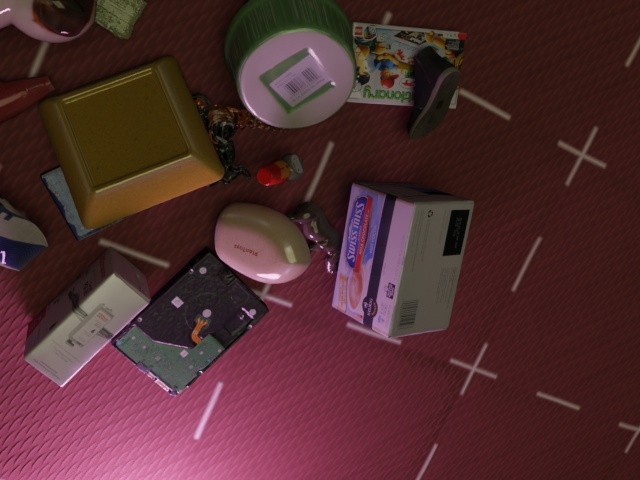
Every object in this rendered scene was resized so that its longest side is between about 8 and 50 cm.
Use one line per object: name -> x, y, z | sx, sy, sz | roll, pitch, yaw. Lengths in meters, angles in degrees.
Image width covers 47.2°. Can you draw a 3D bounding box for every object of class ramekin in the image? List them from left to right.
ramekin -> -0.062, -0.400, 1.656 | 0.303, 0.148, 0.303 | -8, 137, -7

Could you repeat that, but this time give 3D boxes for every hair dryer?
hair dryer -> -0.727, -0.358, 1.578 | 0.293, 0.080, 0.223 | 14, 101, -20

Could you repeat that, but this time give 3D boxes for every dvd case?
dvd case -> -0.506, -0.132, 1.743 | 0.253, 0.022, 0.180 | -27, 111, -7

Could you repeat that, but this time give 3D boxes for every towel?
towel -> -0.473, -0.528, 1.631 | 0.148, 0.027, 0.110 | 28, 96, -21

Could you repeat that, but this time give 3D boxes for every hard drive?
hard drive -> -0.332, 0.211, 1.875 | 0.339, 0.064, 0.237 | -44, 113, -1

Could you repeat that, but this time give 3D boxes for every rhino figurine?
rhino figurine -> 0.000, 0.000, 1.905 | 0.106, 0.073, 0.243 | -39, 114, 1

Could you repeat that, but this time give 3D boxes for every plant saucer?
plant saucer -> -0.425, -0.235, 1.614 | 0.333, 0.081, 0.333 | -23, 79, -9

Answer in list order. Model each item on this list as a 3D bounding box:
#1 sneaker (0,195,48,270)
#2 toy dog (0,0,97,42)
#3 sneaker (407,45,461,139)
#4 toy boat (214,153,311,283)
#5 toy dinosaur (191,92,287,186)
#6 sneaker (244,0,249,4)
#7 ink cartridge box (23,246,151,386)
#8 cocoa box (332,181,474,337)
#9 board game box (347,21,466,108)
sneaker -> -0.753, -0.081, 1.633 | 0.127, 0.182, 0.315 | -38, 142, -1
toy dog -> -0.647, -0.489, 1.427 | 0.408, 0.284, 0.395 | -3, 106, -9
sneaker -> 0.262, -0.365, 1.822 | 0.083, 0.118, 0.222 | -6, 140, -34
toy boat -> -0.118, -0.053, 1.778 | 0.267, 0.148, 0.318 | 24, 116, 21
toy dinosaur -> -0.246, -0.243, 1.719 | 0.322, 0.164, 0.218 | -8, 91, 16
sneaker -> -0.048, -0.542, 1.713 | 0.267, 0.101, 0.106 | 14, 77, -33
ink cartridge box -> -0.548, 0.171, 1.721 | 0.283, 0.207, 0.117 | -44, 115, -1
cocoa box -> 0.205, 0.039, 1.862 | 0.231, 0.228, 0.347 | -3, 108, -40
board game box -> 0.208, -0.439, 1.844 | 0.305, 0.053, 0.193 | 0, 107, -16
